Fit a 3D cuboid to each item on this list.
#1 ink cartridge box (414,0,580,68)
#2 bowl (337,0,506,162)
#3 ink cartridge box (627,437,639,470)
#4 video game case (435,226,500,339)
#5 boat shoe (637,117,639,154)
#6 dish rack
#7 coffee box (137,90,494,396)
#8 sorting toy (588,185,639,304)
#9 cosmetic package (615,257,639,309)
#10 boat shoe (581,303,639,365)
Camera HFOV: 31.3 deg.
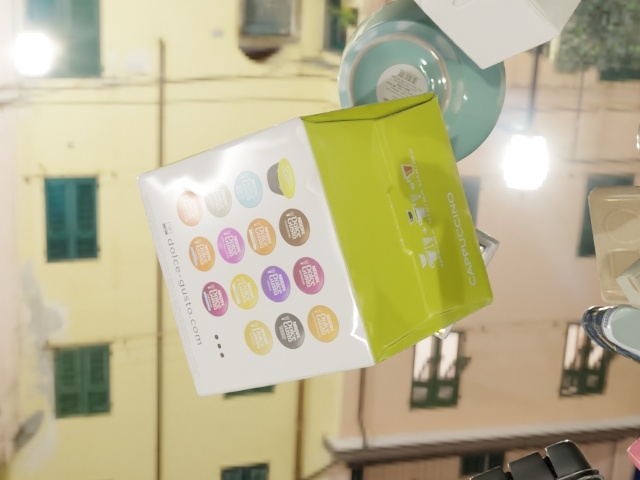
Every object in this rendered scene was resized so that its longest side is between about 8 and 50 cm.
[{"bbox_3d":[0.258,-0.378,1.507,0.232,0.168,0.171,-56,-162,-24],"label":"ink cartridge box"},{"bbox_3d":[0.153,-0.269,1.976,0.312,0.311,0.163,9,-169,18],"label":"bowl"},{"bbox_3d":[0.640,0.364,1.720,0.283,0.207,0.117,49,180,34],"label":"ink cartridge box"},{"bbox_3d":[0.172,0.034,2.028,0.227,0.206,0.026,31,-160,11],"label":"video game case"},{"bbox_3d":[0.552,-0.116,1.568,0.324,0.123,0.116,15,163,-41],"label":"boat shoe"},{"bbox_3d":[0.259,0.363,1.486,0.208,0.271,0.074,-21,-127,-1],"label":"dish rack"},{"bbox_3d":[0.000,0.000,1.666,0.334,0.337,0.338,-15,-178,39],"label":"coffee box"},{"bbox_3d":[0.547,0.007,1.874,0.193,0.208,0.038,0,-156,29],"label":"sorting toy"},{"bbox_3d":[0.495,0.086,1.691,0.060,0.115,0.041,-38,-172,-24],"label":"cosmetic package"},{"bbox_3d":[0.406,0.127,1.380,0.183,0.065,0.083,30,174,-12],"label":"boat shoe"}]
